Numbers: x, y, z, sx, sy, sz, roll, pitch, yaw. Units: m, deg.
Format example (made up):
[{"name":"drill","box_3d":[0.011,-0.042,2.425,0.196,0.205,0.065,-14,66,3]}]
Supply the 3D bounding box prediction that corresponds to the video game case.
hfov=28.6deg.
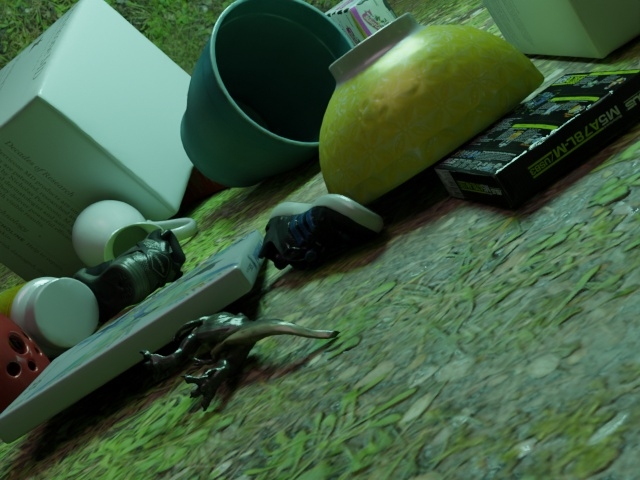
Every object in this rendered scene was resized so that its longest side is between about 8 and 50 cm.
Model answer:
[{"name":"video game case","box_3d":[-0.213,0.104,1.505,0.329,0.036,0.300,-32,6,6]}]

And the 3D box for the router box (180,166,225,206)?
[{"name":"router box","box_3d":[-0.120,-0.212,2.424,0.301,0.082,0.335,-19,19,49]}]

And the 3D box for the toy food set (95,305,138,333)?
[{"name":"toy food set","box_3d":[-0.275,0.118,1.716,0.082,0.020,0.083,-36,13,-11]}]

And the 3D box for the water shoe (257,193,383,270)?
[{"name":"water shoe","box_3d":[0.000,0.000,1.413,0.203,0.073,0.080,-6,58,62]}]

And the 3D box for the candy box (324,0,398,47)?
[{"name":"candy box","box_3d":[0.092,-0.375,2.333,0.071,0.159,0.233,-37,12,-8]}]

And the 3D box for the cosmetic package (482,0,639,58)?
[{"name":"cosmetic package","box_3d":[0.343,-0.347,1.619,0.197,0.155,0.365,-33,11,-3]}]

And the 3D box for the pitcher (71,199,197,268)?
[{"name":"pitcher","box_3d":[-0.315,-0.008,2.105,0.178,0.125,0.207,-18,16,-25]}]

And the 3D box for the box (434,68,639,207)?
[{"name":"box","box_3d":[0.223,-0.105,1.263,0.184,0.045,0.191,-33,11,-8]}]

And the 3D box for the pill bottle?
[{"name":"pill bottle","box_3d":[-0.411,0.117,1.833,0.119,0.119,0.208,-42,14,-33]}]

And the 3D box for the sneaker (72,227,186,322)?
[{"name":"sneaker","box_3d":[-0.274,0.052,1.829,0.130,0.087,0.227,-30,4,-35]}]

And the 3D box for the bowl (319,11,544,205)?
[{"name":"bowl","box_3d":[0.100,-0.171,1.467,0.289,0.156,0.289,-34,5,3]}]

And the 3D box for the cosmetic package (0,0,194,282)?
[{"name":"cosmetic package","box_3d":[-0.463,-0.171,2.325,0.394,0.327,0.329,-31,31,34]}]

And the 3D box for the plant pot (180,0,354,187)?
[{"name":"plant pot","box_3d":[-0.102,-0.220,2.052,0.271,0.271,0.255,-43,2,-36]}]

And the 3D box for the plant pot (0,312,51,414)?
[{"name":"plant pot","box_3d":[-0.476,0.169,1.686,0.191,0.174,0.191,-30,12,7]}]

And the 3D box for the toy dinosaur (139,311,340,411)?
[{"name":"toy dinosaur","box_3d":[-0.099,0.108,1.235,0.118,0.064,0.268,-33,14,-28]}]
